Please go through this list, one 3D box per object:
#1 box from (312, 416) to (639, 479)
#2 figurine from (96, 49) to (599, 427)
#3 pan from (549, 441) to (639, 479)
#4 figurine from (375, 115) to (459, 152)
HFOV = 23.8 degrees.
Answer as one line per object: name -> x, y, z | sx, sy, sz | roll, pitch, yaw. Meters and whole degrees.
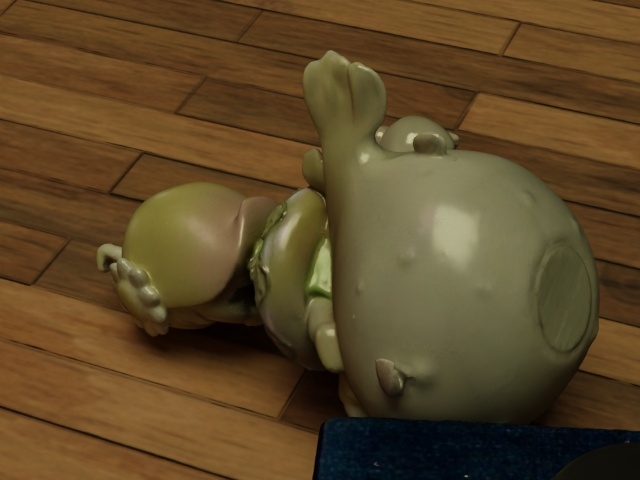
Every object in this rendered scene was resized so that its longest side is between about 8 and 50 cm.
box -> 0.115, 0.243, 0.870 | 0.262, 0.116, 0.279 | 4, 40, 5
figurine -> 0.000, 0.000, 1.080 | 0.394, 0.274, 0.227 | 5, 21, 39
pan -> 0.176, 0.197, 0.818 | 0.136, 0.028, 0.235 | 6, 43, 9
figurine -> 0.082, -0.037, 1.226 | 0.098, 0.081, 0.146 | 1, 41, 6
